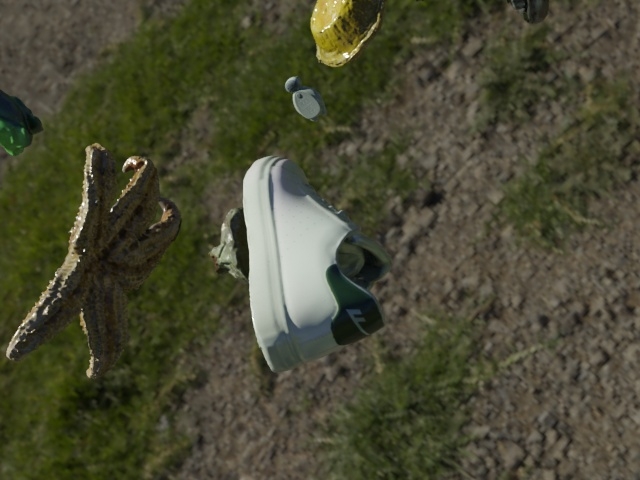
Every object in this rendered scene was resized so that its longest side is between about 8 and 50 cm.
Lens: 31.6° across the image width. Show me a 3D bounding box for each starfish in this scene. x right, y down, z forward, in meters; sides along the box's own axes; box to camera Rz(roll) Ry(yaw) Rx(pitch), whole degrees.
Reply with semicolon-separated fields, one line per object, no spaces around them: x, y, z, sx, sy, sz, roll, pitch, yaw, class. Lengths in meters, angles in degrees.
-0.208;0.029;1.068;0.071;0.216;0.238;11;40;37;starfish

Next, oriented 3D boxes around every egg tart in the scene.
0.022;-0.218;1.089;0.105;0.039;0.105;-36;42;41;egg tart

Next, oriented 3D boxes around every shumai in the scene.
-0.135;0.012;1.821;0.087;0.099;0.124;-12;83;37;shumai

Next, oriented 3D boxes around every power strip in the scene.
-0.023;-0.237;1.869;0.055;0.083;0.035;-35;11;39;power strip

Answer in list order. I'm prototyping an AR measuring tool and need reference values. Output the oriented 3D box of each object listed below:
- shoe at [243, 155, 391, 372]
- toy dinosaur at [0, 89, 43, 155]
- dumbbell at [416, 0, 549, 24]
0.000;0.000;1.378;0.160;0.132;0.363;-15;38;8;shoe
-0.481;-0.319;1.469;0.500;0.374;0.144;-38;16;54;toy dinosaur
0.180;-0.185;0.694;0.254;0.110;0.110;-14;43;4;dumbbell
